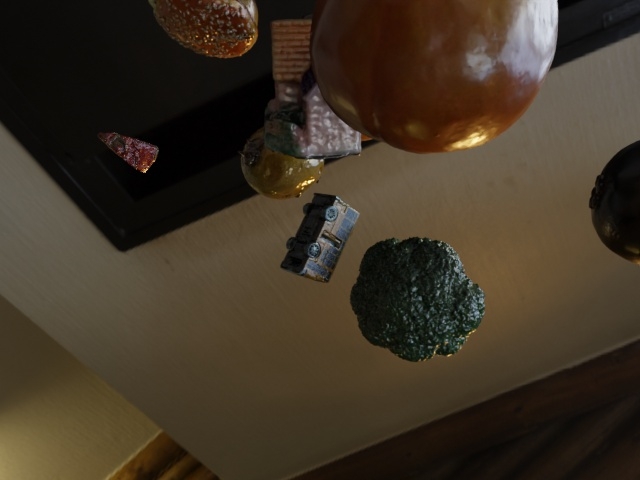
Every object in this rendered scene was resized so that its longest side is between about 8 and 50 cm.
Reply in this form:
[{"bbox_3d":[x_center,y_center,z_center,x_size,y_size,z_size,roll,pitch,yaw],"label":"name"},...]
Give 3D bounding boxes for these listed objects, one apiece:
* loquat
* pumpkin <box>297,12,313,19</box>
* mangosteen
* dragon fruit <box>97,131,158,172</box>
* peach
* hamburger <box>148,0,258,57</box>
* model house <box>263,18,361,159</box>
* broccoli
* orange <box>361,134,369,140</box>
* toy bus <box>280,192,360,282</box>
[{"bbox_3d":[-0.114,-0.230,1.617,0.244,0.244,0.243,-18,-141,15],"label":"loquat"},{"bbox_3d":[0.019,-0.640,1.886,0.321,0.192,0.320,-27,-177,1],"label":"pumpkin"},{"bbox_3d":[0.771,-0.083,1.274,0.314,0.296,0.297,6,-143,-13],"label":"mangosteen"},{"bbox_3d":[-0.421,-0.190,1.226,0.097,0.131,0.063,9,-93,11],"label":"dragon fruit"},{"bbox_3d":[0.156,-0.274,0.818,0.343,0.301,0.342,8,-146,-5],"label":"peach"},{"bbox_3d":[-0.232,-0.468,1.169,0.237,0.237,0.147,16,-105,43],"label":"hamburger"},{"bbox_3d":[-0.017,-0.314,1.146,0.202,0.237,0.237,1,-150,-2],"label":"model house"},{"bbox_3d":[0.211,0.124,1.257,0.298,0.297,0.297,-9,178,25],"label":"broccoli"},{"bbox_3d":[0.096,-0.407,1.456,0.312,0.312,0.312,-18,-141,15],"label":"orange"},{"bbox_3d":[0.000,0.000,1.209,0.091,0.103,0.182,14,-103,53],"label":"toy bus"}]
